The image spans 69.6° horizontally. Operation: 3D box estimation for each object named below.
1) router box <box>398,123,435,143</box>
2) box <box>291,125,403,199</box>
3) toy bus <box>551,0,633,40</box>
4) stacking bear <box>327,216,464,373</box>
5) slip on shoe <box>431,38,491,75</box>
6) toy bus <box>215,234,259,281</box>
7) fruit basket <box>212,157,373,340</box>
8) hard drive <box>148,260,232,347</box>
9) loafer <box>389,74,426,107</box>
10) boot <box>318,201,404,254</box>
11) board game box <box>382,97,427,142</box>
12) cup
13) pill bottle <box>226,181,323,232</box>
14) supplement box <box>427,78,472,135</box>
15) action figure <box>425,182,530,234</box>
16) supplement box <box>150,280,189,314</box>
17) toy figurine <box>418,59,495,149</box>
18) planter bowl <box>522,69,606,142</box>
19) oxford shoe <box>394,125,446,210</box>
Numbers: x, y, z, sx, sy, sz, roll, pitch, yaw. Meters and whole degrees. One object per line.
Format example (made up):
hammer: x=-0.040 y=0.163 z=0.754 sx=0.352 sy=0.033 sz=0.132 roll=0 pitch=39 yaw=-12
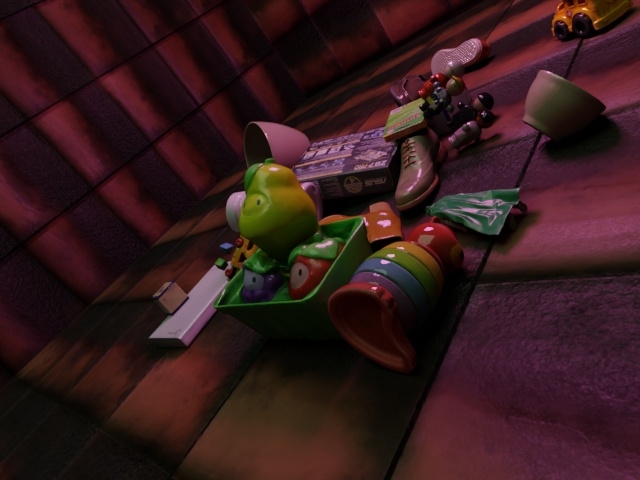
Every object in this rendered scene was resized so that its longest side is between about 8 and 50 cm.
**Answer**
router box: x=0.296 y=-0.346 z=1.465 sx=0.122 sy=0.092 sz=0.038 roll=-40 pitch=-25 yaw=-40
box: x=0.097 y=-0.264 z=1.563 sx=0.394 sy=0.097 sz=0.318 roll=-6 pitch=33 yaw=29
toy bus: x=0.806 y=-0.755 z=1.426 sx=0.149 sy=0.211 sz=0.220 roll=-38 pitch=20 yaw=1
stacking bear: x=0.162 y=0.070 z=0.848 sx=0.164 sy=0.175 sz=0.289 roll=3 pitch=35 yaw=48
slip on shoe: x=0.579 y=-0.757 z=1.931 sx=0.101 sy=0.123 sz=0.331 roll=-10 pitch=7 yaw=-22
toy bus: x=-0.220 y=0.075 z=1.452 sx=0.104 sy=0.202 sz=0.191 roll=19 pitch=45 yaw=28
fruit basket: x=-0.083 y=0.025 z=1.013 sx=0.392 sy=0.392 sz=0.283 roll=-12 pitch=33 yaw=46
hard drive: x=-0.400 y=0.206 z=1.549 sx=0.233 sy=0.047 sz=0.353 roll=-13 pitch=33 yaw=46
loafer: x=0.377 y=-0.622 z=1.903 sx=0.130 sy=0.134 sz=0.366 roll=-26 pitch=25 yaw=27
boot: x=0.065 y=0.010 z=1.163 sx=0.295 sy=0.104 sz=0.211 roll=-26 pitch=24 yaw=16
board game box: x=0.258 y=-0.361 z=1.370 sx=0.124 sy=0.039 sz=0.259 roll=-18 pitch=22 yaw=25
cup: x=-0.180 y=-0.395 z=2.118 sx=0.236 sy=0.331 sz=0.331 roll=-18 pitch=13 yaw=-27
pill bottle: x=-0.149 y=-0.097 z=1.485 sx=0.283 sy=0.161 sz=0.161 roll=-1 pitch=37 yaw=25
supplement box: x=0.413 y=-0.455 z=1.550 sx=0.114 sy=0.111 sz=0.220 roll=-12 pitch=32 yaw=46
action figure: x=0.316 y=-0.063 z=0.984 sx=0.137 sy=0.063 sz=0.232 roll=-48 pitch=28 yaw=-20
supplement box: x=-0.512 y=0.195 z=1.565 sx=0.056 sy=0.083 sz=0.083 roll=-9 pitch=35 yaw=50
toy figurine: x=0.393 y=-0.388 z=1.310 sx=0.148 sy=0.213 sz=0.210 roll=-37 pitch=19 yaw=31
planter bowl: x=0.525 y=-0.289 z=1.027 sx=0.109 sy=0.162 sz=0.162 roll=-58 pitch=14 yaw=23
oxford shoe: x=0.254 y=-0.210 z=1.277 sx=0.123 sy=0.130 sz=0.348 roll=-21 pitch=27 yaw=35
